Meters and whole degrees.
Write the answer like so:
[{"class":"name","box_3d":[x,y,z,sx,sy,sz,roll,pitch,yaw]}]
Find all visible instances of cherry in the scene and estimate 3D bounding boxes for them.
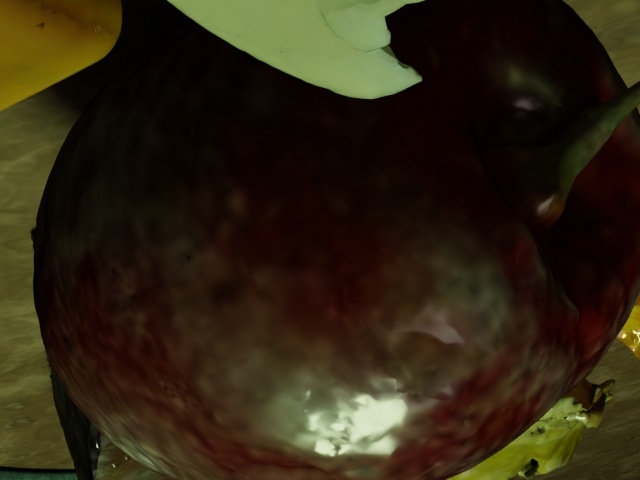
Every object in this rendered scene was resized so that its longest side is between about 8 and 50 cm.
[{"class":"cherry","box_3d":[0.000,0.000,0.589,0.300,0.203,0.230,-25,-161,45]}]

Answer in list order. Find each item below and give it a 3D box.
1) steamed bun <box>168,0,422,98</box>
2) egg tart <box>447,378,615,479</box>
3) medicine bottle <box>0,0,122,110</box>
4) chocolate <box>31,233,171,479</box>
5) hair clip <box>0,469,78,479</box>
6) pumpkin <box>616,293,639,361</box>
[{"class":"steamed bun","box_3d":[0.045,-0.129,0.339,0.200,0.170,0.225,-9,162,-27]},{"class":"egg tart","box_3d":[0.066,0.130,1.053,0.279,0.095,0.279,-1,-179,0]},{"class":"medicine bottle","box_3d":[-0.184,-0.073,0.416,0.222,0.112,0.149,-23,159,24]},{"class":"chocolate","box_3d":[-0.104,0.085,0.917,0.112,0.112,0.321,-17,161,-15]},{"class":"hair clip","box_3d":[-0.269,0.191,1.194,0.083,0.048,0.275,-22,164,17]},{"class":"pumpkin","box_3d":[0.129,0.035,0.945,0.258,0.095,0.290,-11,167,1]}]
